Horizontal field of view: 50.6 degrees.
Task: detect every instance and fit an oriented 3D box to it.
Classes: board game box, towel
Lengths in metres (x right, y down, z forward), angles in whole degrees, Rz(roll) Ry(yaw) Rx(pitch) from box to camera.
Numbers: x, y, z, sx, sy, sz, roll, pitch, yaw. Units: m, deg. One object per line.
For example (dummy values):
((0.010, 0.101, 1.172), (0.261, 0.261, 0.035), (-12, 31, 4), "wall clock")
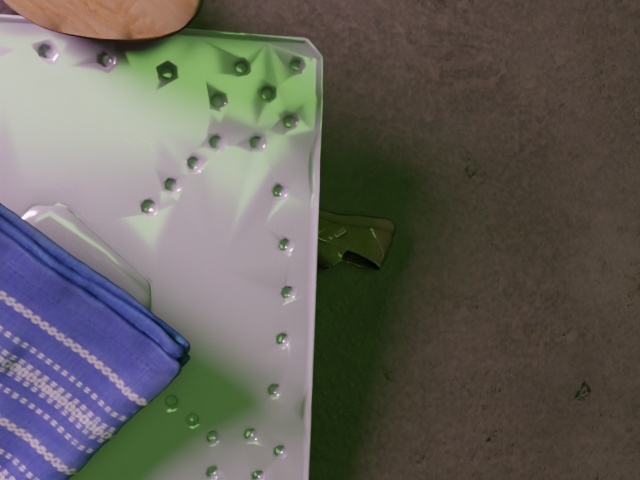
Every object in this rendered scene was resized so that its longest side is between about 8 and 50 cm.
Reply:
((-0.197, 0.039, 0.506), (0.390, 0.050, 0.389), (0, 100, -15), "board game box")
((-0.276, 0.122, 0.427), (0.336, 0.040, 0.243), (-46, 116, 2), "towel")

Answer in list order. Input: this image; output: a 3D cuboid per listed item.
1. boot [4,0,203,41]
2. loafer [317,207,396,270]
((-0.175, -0.225, 0.489), (0.295, 0.211, 0.104), (21, 115, 11), "boot")
((0.000, 0.000, 0.611), (0.148, 0.056, 0.050), (3, 76, -15), "loafer")
